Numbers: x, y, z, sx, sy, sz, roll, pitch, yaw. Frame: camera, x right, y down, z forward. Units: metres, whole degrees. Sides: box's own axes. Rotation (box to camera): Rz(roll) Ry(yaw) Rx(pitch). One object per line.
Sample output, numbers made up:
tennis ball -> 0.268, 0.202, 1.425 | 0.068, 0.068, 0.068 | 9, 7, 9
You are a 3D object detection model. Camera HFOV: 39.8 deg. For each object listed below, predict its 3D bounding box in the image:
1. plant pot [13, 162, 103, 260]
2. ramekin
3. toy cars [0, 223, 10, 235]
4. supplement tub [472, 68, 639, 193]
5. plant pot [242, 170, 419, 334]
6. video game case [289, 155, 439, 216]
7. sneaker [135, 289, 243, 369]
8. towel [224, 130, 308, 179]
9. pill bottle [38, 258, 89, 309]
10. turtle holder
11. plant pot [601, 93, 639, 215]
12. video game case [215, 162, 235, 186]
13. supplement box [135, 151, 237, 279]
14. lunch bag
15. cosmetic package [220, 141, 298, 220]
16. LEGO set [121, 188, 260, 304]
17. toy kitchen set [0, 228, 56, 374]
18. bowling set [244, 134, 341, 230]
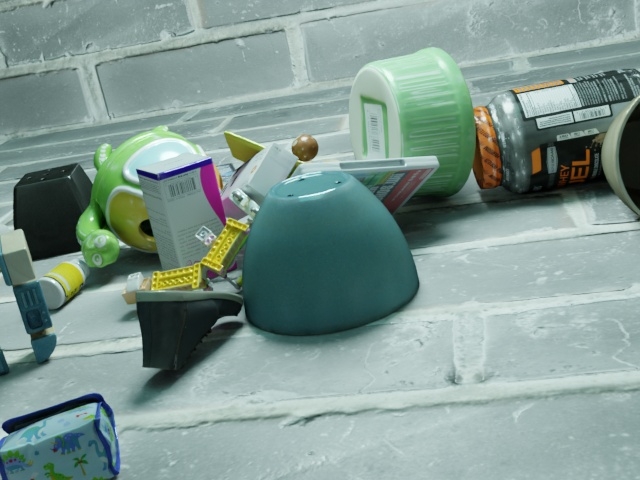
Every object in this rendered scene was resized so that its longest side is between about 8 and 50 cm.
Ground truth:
plant pot -> -0.592, -0.072, 1.994 | 0.188, 0.166, 0.188 | -11, 18, -2
ramekin -> 0.172, -0.226, 1.774 | 0.148, 0.303, 0.303 | -10, 18, -18
toy cars -> -0.803, -0.002, 2.029 | 0.177, 0.087, 0.394 | -17, 20, -17
supplement tub -> 0.467, -0.209, 1.732 | 0.338, 0.207, 0.207 | -11, 20, 2
plant pot -> 0.000, 0.000, 1.427 | 0.290, 0.195, 0.290 | -10, 19, 4
video game case -> 0.052, -0.084, 1.614 | 0.285, 0.025, 0.204 | -6, -25, -29
sneaker -> -0.200, 0.135, 1.344 | 0.083, 0.118, 0.222 | -1, -4, 33
towel -> -0.066, -0.141, 1.654 | 0.237, 0.102, 0.021 | 23, 71, 14
pill bottle -> -0.485, 0.078, 1.668 | 0.065, 0.065, 0.116 | -4, 21, 19
turtle holder -> -0.340, -0.086, 1.785 | 0.227, 0.243, 0.320 | 30, 26, 37
plant pot -> 0.581, -0.144, 1.495 | 0.257, 0.256, 0.274 | -11, 5, 1
video game case -> -0.333, -0.123, 2.187 | 0.275, 0.035, 0.248 | -14, 20, -8
supplement box -> -0.246, -0.040, 1.635 | 0.111, 0.220, 0.114 | -21, 21, -28
lunch bag -> -0.315, 0.247, 1.078 | 0.129, 0.096, 0.151 | -17, 6, -9
cosmetic package -> -0.127, -0.105, 1.648 | 0.098, 0.060, 0.239 | -63, 16, -18
LEGO set -> -0.197, 0.050, 1.538 | 0.287, 0.107, 0.132 | -41, 53, 0
toy kitchen set -> -0.511, 0.113, 1.371 | 0.166, 0.207, 0.122 | -18, 20, -17
bowling set -> -0.036, -0.123, 1.801 | 0.287, 0.199, 0.154 | -23, 20, -40
